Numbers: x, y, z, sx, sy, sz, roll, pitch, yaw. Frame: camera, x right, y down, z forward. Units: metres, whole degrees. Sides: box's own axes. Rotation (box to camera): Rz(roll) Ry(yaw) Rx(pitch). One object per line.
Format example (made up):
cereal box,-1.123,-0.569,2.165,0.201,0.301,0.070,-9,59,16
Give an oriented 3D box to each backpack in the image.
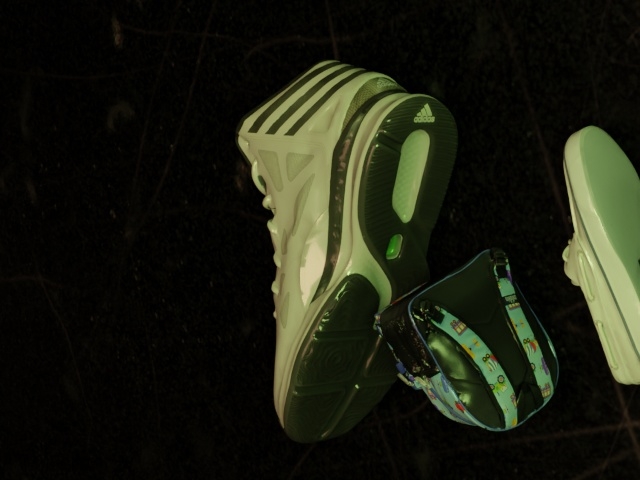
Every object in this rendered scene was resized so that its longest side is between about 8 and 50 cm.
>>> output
backpack,0.162,0.117,1.437,0.173,0.158,0.117,59,147,0

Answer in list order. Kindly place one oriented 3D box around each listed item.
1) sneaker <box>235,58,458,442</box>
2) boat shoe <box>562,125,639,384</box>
sneaker,0.001,0.000,1.596,0.257,0.169,0.447,38,120,45
boat shoe,0.277,0.020,1.314,0.084,0.095,0.258,-20,86,45
